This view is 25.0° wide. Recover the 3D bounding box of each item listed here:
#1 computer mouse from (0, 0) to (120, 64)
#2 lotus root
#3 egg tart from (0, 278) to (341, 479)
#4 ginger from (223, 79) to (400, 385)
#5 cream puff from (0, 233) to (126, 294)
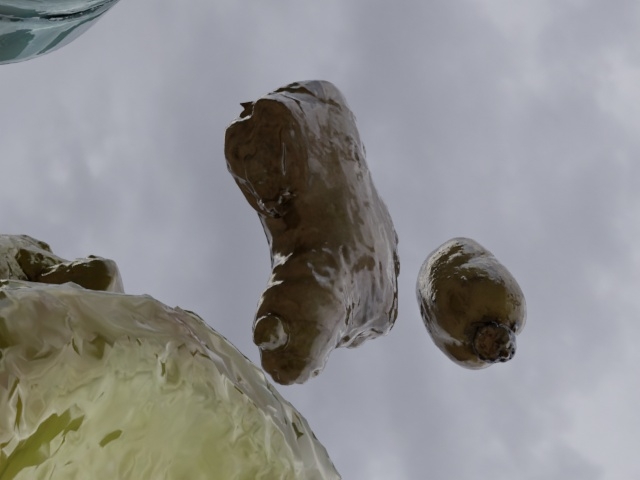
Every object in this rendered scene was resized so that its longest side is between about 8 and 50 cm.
[{"bbox_3d":[-0.181,-0.132,0.380,0.159,0.288,0.097,-70,176,-69],"label":"computer mouse"},{"bbox_3d":[0.102,0.045,0.999,0.072,0.063,0.152,-48,-151,11],"label":"lotus root"},{"bbox_3d":[-0.082,0.162,0.427,0.120,0.315,0.315,-11,-115,27],"label":"egg tart"},{"bbox_3d":[0.003,0.000,0.901,0.074,0.137,0.213,-38,-132,36],"label":"ginger"},{"bbox_3d":[-0.357,0.114,1.691,0.270,0.274,0.323,-31,-145,45],"label":"cream puff"}]
